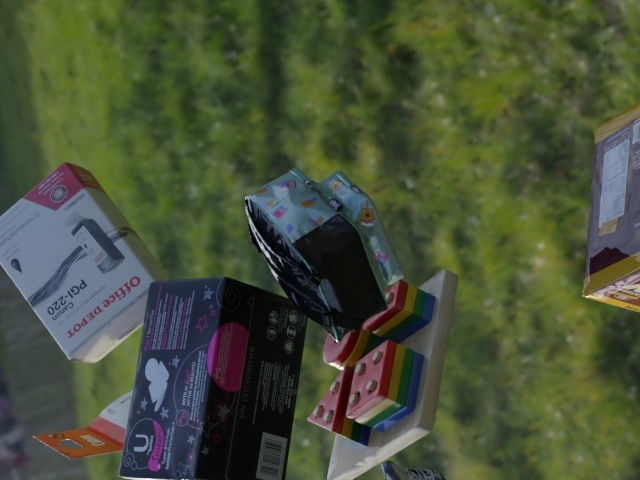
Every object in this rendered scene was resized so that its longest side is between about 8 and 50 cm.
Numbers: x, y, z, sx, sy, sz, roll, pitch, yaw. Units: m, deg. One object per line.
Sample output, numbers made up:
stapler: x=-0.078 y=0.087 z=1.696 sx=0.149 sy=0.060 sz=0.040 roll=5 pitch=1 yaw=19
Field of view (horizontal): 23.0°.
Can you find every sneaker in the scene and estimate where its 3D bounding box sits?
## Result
sneaker: x=0.136 y=0.323 z=2.093 sx=0.135 sy=0.058 sz=0.052 roll=39 pitch=-163 yaw=-29

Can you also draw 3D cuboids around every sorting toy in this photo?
sorting toy: x=0.075 y=0.186 z=2.254 sx=0.255 sy=0.089 sz=0.257 roll=-41 pitch=29 yaw=50

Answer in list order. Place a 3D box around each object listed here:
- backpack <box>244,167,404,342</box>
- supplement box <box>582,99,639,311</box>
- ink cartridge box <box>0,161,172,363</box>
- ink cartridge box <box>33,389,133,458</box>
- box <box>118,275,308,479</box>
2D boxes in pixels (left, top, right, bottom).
backpack: x=0.000 y=0.000 z=1.852 sx=0.188 sy=0.144 sz=0.166 roll=36 pitch=160 yaw=47
supplement box: x=0.373 y=-0.040 z=1.581 sx=0.191 sy=0.129 sz=0.194 roll=144 pitch=138 yaw=-62
ink cartridge box: x=-0.316 y=0.031 z=2.068 sx=0.218 sy=0.158 sz=0.092 roll=51 pitch=-174 yaw=13
ink cartridge box: x=-0.247 y=0.236 z=2.099 sx=0.189 sy=0.232 sz=0.066 roll=-175 pitch=85 yaw=-65
box: x=-0.129 y=0.183 z=1.933 sx=0.163 sy=0.142 sz=0.247 roll=22 pitch=-109 yaw=-45
